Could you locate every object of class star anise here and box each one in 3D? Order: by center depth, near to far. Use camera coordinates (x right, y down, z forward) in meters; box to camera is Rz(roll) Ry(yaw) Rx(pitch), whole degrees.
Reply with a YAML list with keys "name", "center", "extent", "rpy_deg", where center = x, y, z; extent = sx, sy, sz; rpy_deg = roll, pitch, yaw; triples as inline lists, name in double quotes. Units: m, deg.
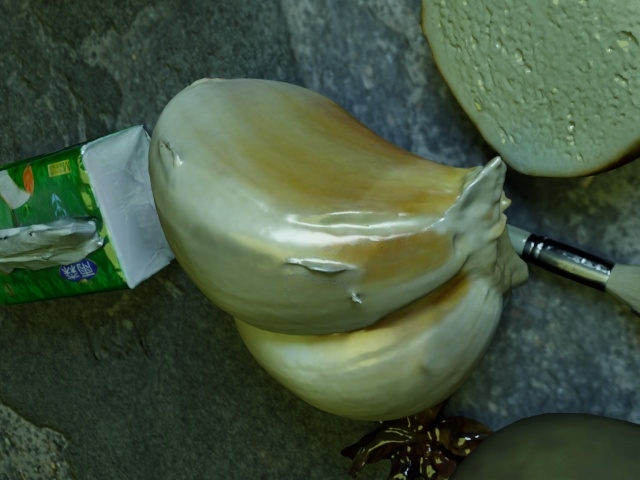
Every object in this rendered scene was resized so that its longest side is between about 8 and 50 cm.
- name: "star anise"
  center: [0.091, 0.177, 0.858]
  extent: [0.168, 0.057, 0.167]
  rpy_deg: [6, 107, 21]

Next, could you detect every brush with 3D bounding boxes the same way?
- name: "brush"
  center: [0.157, 0.003, 0.755]
  extent: [0.299, 0.039, 0.042]
  rpy_deg: [21, 120, 25]

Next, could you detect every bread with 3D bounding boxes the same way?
- name: "bread"
  center: [0.169, -0.156, 0.629]
  extent: [0.236, 0.070, 0.236]
  rpy_deg: [32, 139, 33]

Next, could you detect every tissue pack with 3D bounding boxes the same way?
- name: "tissue pack"
  center: [-0.277, -0.014, 0.949]
  extent: [0.209, 0.156, 0.148]
  rpy_deg: [-9, 107, 33]

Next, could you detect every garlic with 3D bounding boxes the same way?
- name: "garlic"
  center: [0.000, 0.000, 0.743]
  extent: [0.313, 0.286, 0.249]
  rpy_deg: [17, 80, 32]

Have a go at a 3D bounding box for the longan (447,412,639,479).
- name: "longan"
  center: [0.197, 0.340, 0.692]
  extent: [0.404, 0.336, 0.404]
  rpy_deg: [-9, 80, 63]
